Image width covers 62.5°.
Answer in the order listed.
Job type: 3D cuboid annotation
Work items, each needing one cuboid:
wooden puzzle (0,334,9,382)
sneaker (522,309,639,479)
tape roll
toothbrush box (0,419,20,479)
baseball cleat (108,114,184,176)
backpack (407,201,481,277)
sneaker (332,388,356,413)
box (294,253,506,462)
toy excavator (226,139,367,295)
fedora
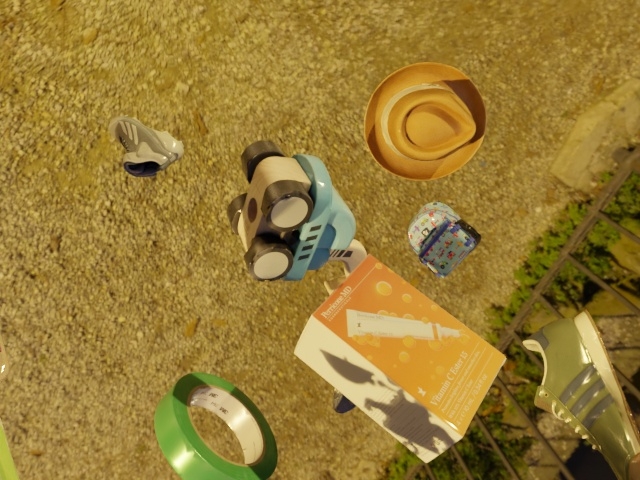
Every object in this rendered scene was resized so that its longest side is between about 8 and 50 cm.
[{"bbox_3d":[-0.598,0.055,0.781,0.080,0.322,0.348,-25,166,-4],"label":"wooden puzzle"},{"bbox_3d":[0.271,0.171,0.550,0.086,0.192,0.064,-22,140,23],"label":"sneaker"},{"bbox_3d":[-0.250,0.471,1.291,0.321,0.321,0.077,35,104,-31],"label":"tape roll"},{"bbox_3d":[-0.661,0.396,0.847,0.283,0.206,0.122,-16,145,-38],"label":"toothbrush box"},{"bbox_3d":[-0.364,-0.184,1.024,0.109,0.205,0.072,-52,144,-29],"label":"baseball cleat"},{"bbox_3d":[0.308,-0.009,1.381,0.173,0.117,0.158,46,117,10],"label":"backpack"},{"bbox_3d":[0.114,0.394,1.417,0.088,0.093,0.225,39,111,-14],"label":"sneaker"},{"bbox_3d":[0.155,0.231,1.069,0.215,0.345,0.168,-43,165,-38],"label":"box"},{"bbox_3d":[0.000,0.000,1.322,0.445,0.222,0.433,3,126,-28],"label":"toy excavator"},{"bbox_3d":[0.165,-0.172,0.789,0.194,0.079,0.194,-2,109,-6],"label":"fedora"}]
